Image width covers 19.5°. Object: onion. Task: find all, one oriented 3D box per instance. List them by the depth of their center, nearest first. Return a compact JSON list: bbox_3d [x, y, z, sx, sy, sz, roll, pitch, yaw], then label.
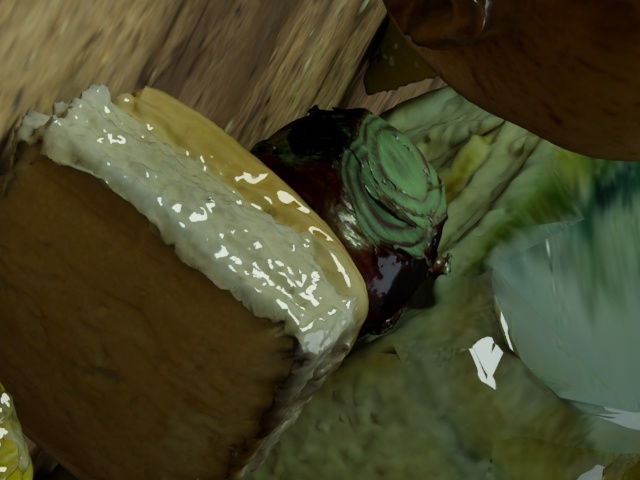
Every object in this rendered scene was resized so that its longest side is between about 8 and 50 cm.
[{"bbox_3d":[0.000,0.000,0.892,0.119,0.118,0.117,-62,171,31],"label":"onion"}]

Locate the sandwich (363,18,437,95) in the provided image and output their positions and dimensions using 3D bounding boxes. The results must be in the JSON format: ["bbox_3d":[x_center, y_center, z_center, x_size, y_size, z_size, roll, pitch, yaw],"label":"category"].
[{"bbox_3d":[0.119,-0.180,1.113,0.244,0.088,0.090,-61,179,14],"label":"sandwich"}]

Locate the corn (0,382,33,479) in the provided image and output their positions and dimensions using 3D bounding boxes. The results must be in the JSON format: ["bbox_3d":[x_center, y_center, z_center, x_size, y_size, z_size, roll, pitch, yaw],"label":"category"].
[{"bbox_3d":[-0.127,0.117,0.479,0.080,0.080,0.231,-53,172,-50],"label":"corn"}]

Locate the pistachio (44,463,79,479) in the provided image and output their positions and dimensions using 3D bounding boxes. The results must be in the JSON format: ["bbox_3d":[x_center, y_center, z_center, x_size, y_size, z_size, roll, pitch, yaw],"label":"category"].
[{"bbox_3d":[-0.104,0.179,0.886,0.136,0.135,0.226,-55,169,-43],"label":"pistachio"}]

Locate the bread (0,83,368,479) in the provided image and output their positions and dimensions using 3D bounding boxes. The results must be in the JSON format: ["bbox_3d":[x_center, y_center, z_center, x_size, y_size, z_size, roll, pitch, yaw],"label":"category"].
[{"bbox_3d":[-0.045,0.018,0.541,0.082,0.106,0.125,-54,175,-43],"label":"bread"}]

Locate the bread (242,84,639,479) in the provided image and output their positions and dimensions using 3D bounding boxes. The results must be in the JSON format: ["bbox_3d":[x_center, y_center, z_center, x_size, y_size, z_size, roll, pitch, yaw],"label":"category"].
[{"bbox_3d":[0.079,0.089,1.024,0.264,0.239,0.395,-23,-157,47],"label":"bread"}]

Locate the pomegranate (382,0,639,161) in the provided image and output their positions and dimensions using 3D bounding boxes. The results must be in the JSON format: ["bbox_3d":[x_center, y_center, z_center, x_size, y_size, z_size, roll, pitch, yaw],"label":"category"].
[{"bbox_3d":[0.103,-0.131,0.608,0.215,0.215,0.215,-58,175,-8],"label":"pomegranate"}]
